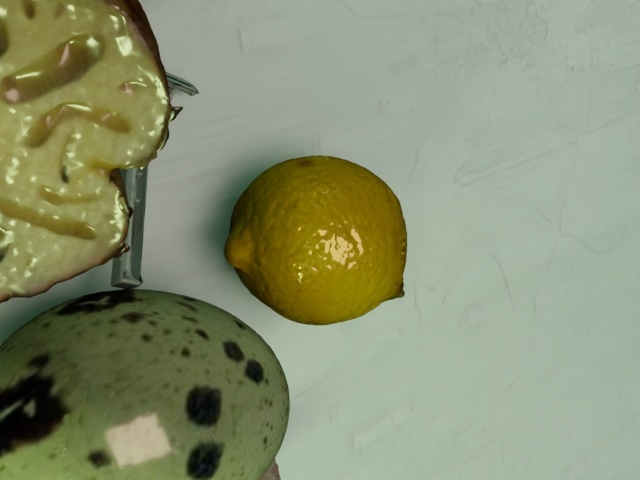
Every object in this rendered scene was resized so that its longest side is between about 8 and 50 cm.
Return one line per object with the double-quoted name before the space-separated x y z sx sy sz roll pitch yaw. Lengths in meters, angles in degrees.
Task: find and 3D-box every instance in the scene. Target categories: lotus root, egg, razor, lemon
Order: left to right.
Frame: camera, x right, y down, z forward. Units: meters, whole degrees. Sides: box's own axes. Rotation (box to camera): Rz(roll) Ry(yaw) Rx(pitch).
"lotus root" -0.332 -0.101 0.745 0.375 0.111 0.390 20 116 -38
"razor" -0.221 -0.080 0.945 0.111 0.056 0.278 18 72 -42
"egg" -0.202 0.200 0.895 0.379 0.287 0.287 13 91 -41
"lemon" -0.007 -0.002 1.054 0.253 0.228 0.228 14 90 -39

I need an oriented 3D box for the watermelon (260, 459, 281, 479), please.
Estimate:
"watermelon" -0.105 0.330 1.132 0.094 0.081 0.180 -6 68 -19
